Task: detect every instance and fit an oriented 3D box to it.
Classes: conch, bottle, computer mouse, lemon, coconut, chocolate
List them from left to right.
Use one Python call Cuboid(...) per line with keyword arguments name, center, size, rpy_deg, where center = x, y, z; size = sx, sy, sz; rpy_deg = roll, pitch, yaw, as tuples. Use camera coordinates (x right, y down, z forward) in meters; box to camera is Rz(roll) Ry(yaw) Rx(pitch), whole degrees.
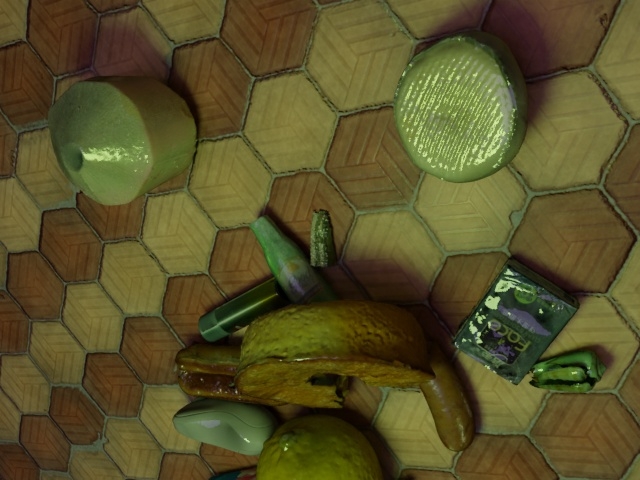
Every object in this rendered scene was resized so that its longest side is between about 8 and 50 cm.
Cuboid(name="coconut", center=(-0.469, -0.239, 1.529), size=(0.298, 0.309, 0.297), rpy_deg=(8, 112, 22))
Cuboid(name="computer mouse", center=(-0.248, 0.478, 1.775), size=(0.297, 0.184, 0.121), rpy_deg=(14, 98, 23))
Cuboid(name="bottle", center=(-0.192, 0.175, 1.690), size=(0.286, 0.082, 0.082), rpy_deg=(-29, 95, 30))
Cuboid(name="chocolate", center=(-0.067, 0.069, 1.586), size=(0.110, 0.110, 0.291), rpy_deg=(-35, 90, 30))
Cuboid(name="lemon", center=(0.001, 0.595, 1.635), size=(0.336, 0.336, 0.335), rpy_deg=(8, 112, 21))
Cuboid(name="conch", center=(0.516, 0.286, 1.399), size=(0.170, 0.106, 0.079), rpy_deg=(-19, 96, 33))

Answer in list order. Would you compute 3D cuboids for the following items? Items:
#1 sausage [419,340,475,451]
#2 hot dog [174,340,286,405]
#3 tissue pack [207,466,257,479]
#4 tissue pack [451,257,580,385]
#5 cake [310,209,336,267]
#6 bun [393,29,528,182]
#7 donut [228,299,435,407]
Cuboid(name="sausage", center=(0.287, 0.363, 1.536), size=(0.109, 0.109, 0.270), rpy_deg=(-20, 99, 29))
Cuboid(name="hot dog", center=(-0.218, 0.342, 1.742), size=(0.349, 0.117, 0.158), rpy_deg=(-1, 110, 21))
Cuboid(name="tissue pack", center=(-0.189, 0.758, 1.881), size=(0.270, 0.137, 0.209), rpy_deg=(-22, 99, 26))
Cuboid(name="tissue pack", center=(0.414, 0.175, 1.420), size=(0.173, 0.073, 0.235), rpy_deg=(34, 119, 11))
Cuboid(name="cake", center=(0.000, 0.000, 1.556), size=(0.051, 0.055, 0.139), rpy_deg=(0, 107, 31))
Cuboid(name="bun", center=(0.281, -0.255, 1.282), size=(0.287, 0.146, 0.287), rpy_deg=(13, 111, 36))
Cuboid(name="donut", center=(0.009, 0.244, 1.460), size=(0.435, 0.378, 0.163), rpy_deg=(-27, 54, 42))
